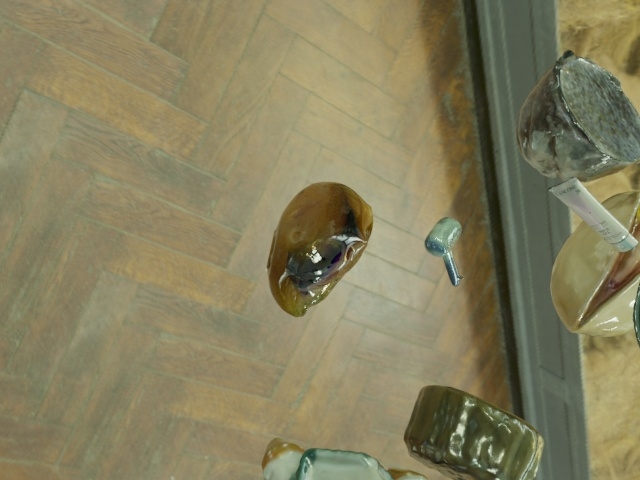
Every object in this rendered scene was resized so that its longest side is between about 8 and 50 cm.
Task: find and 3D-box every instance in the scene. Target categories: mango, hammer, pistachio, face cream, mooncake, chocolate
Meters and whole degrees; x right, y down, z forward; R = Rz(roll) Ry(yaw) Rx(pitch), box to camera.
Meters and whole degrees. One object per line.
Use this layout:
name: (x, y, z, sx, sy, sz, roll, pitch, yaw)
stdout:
mango: (0.000, 0.000, 1.231, 0.287, 0.201, 0.152, -71, 145, -49)
hammer: (0.333, 0.041, 1.717, 0.116, 0.069, 0.194, -50, 129, -38)
pistachio: (0.586, 0.057, 1.311, 0.230, 0.230, 0.309, 3, 130, -31)
face cream: (0.300, -0.028, 0.726, 0.115, 0.038, 0.020, 40, 58, -13)
mooncake: (0.326, 0.442, 1.432, 0.290, 0.290, 0.161, 40, 67, -34)
chocolate: (0.582, -0.256, 1.554, 0.303, 0.213, 0.303, 17, 56, -27)

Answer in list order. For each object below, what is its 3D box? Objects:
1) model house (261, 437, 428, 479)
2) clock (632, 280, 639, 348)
model house: (0.022, 0.345, 0.739, 0.271, 0.301, 0.190, -39, 127, 0)
clock: (0.599, 0.104, 0.895, 0.066, 0.319, 0.319, 35, 87, -45)
